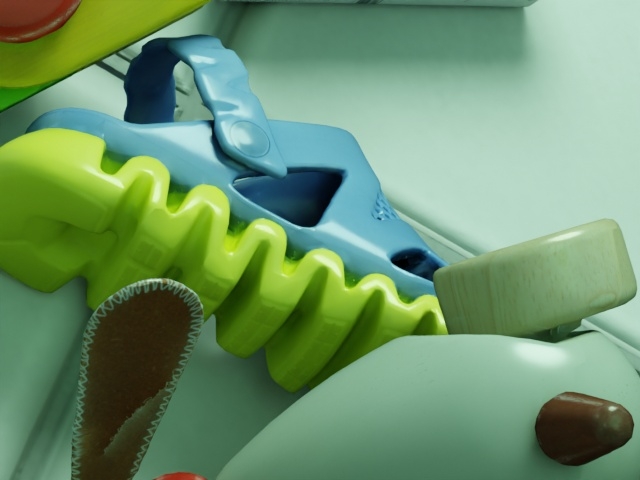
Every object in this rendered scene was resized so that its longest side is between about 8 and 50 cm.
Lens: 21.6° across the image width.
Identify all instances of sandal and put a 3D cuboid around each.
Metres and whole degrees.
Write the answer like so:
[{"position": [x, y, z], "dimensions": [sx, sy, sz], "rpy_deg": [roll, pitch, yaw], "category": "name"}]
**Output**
[{"position": [0.000, 0.000, 0.807], "dimensions": [0.317, 0.126, 0.138], "rpy_deg": [30, 52, -16], "category": "sandal"}]

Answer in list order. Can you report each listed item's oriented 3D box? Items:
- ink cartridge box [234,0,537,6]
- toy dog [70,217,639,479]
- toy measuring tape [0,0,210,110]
[{"position": [0.036, -0.219, 0.943], "dimensions": [0.218, 0.092, 0.158], "rpy_deg": [-3, 69, -32], "category": "ink cartridge box"}, {"position": [0.000, 0.103, 0.647], "dimensions": [0.334, 0.161, 0.220], "rpy_deg": [-36, 84, -3], "category": "toy dog"}, {"position": [-0.089, -0.155, 0.787], "dimensions": [0.330, 0.121, 0.121], "rpy_deg": [-28, 82, -8], "category": "toy measuring tape"}]
